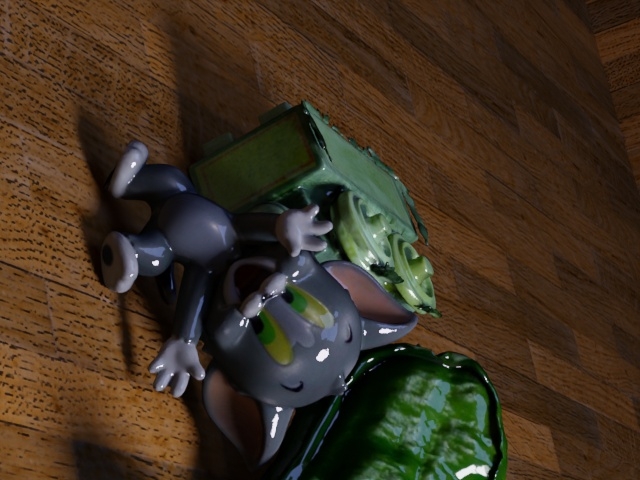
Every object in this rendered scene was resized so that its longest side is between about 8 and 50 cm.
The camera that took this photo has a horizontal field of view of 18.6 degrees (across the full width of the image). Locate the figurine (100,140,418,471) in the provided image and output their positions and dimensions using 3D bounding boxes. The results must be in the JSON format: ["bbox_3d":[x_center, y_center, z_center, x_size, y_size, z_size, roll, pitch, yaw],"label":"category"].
[{"bbox_3d":[-0.082,0.045,1.575,0.265,0.193,0.140,35,-15,16],"label":"figurine"}]

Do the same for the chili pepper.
[{"bbox_3d":[0.027,0.262,1.610,0.167,0.213,0.385,119,-8,-57],"label":"chili pepper"}]

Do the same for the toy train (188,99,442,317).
[{"bbox_3d":[0.000,0.000,1.807,0.271,0.159,0.188,33,32,-59],"label":"toy train"}]
